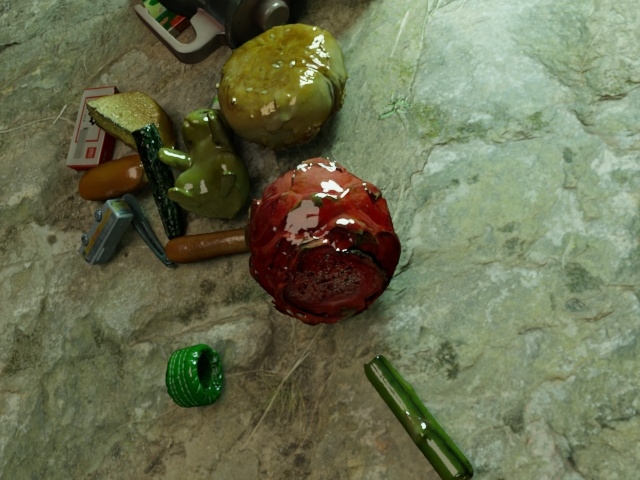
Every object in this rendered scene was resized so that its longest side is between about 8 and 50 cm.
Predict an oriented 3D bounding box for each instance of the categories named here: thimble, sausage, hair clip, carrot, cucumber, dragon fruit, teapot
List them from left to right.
[{"bbox_3d":[-0.521,-0.153,1.694,0.238,0.098,0.098,-10,71,31],"label":"sausage"},{"bbox_3d":[-0.417,-0.014,1.638,0.039,0.070,0.229,-29,65,-26],"label":"hair clip"},{"bbox_3d":[-0.372,-0.128,1.584,0.067,0.067,0.294,-10,104,23],"label":"cucumber"},{"bbox_3d":[-0.269,0.287,1.436,0.090,0.118,0.130,-17,41,24],"label":"thimble"},{"bbox_3d":[-0.262,0.012,1.541,0.225,0.067,0.067,-10,71,21],"label":"carrot"},{"bbox_3d":[-0.246,-0.597,1.585,0.376,0.306,0.361,-42,67,-11],"label":"teapot"},{"bbox_3d":[0.000,0.000,1.298,0.295,0.295,0.302,-32,61,14],"label":"dragon fruit"}]

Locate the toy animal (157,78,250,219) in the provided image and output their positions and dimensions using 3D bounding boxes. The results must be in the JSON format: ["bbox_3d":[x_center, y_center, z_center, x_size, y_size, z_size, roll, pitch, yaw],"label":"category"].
[{"bbox_3d":[-0.266,-0.226,1.552,0.181,0.180,0.363,-26,63,21],"label":"toy animal"}]

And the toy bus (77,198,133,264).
[{"bbox_3d":[-0.527,-0.020,1.650,0.075,0.064,0.191,47,120,18],"label":"toy bus"}]

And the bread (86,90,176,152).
[{"bbox_3d":[-0.455,-0.298,1.690,0.260,0.129,0.134,30,69,18],"label":"bread"}]

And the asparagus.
[{"bbox_3d":[0.177,0.331,1.238,0.278,0.067,0.060,52,127,32],"label":"asparagus"}]

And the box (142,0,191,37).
[{"bbox_3d":[-0.419,-0.663,1.838,0.132,0.034,0.235,-35,63,12],"label":"box"}]

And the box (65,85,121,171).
[{"bbox_3d":[-0.606,-0.300,1.810,0.122,0.050,0.230,2,76,26],"label":"box"}]

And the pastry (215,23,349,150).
[{"bbox_3d":[-0.078,-0.329,1.487,0.284,0.184,0.316,3,56,21],"label":"pastry"}]
